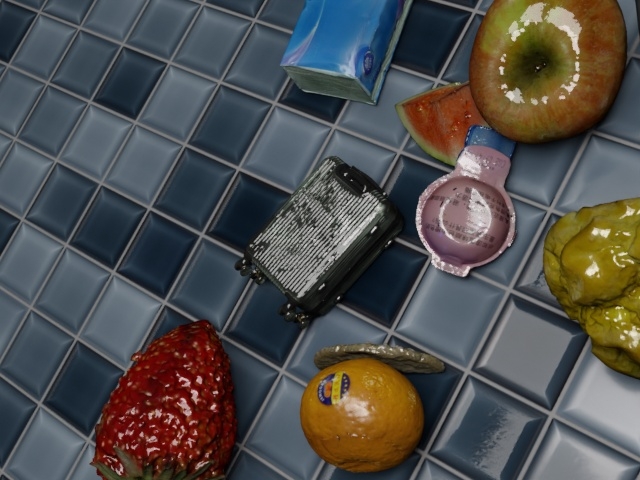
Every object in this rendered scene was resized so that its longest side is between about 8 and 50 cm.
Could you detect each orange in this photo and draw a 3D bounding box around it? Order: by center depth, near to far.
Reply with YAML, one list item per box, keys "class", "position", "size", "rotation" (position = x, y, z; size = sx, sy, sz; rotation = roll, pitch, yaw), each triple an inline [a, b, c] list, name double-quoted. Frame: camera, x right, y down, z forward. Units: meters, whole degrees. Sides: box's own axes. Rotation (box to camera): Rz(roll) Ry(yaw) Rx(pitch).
- class: "orange"
  position: [0.072, 0.303, 1.524]
  size: [0.219, 0.219, 0.193]
  rotation: [-11, 39, 22]

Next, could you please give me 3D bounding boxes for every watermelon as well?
- class: "watermelon"
  position: [0.239, -0.241, 1.710]
  size: [0.145, 0.137, 0.192]
  rotation: [4, 72, 58]

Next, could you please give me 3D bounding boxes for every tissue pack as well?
- class: "tissue pack"
  position: [0.057, -0.443, 1.830]
  size: [0.198, 0.146, 0.263]
  rotation: [16, 79, 28]

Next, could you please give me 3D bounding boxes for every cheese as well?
- class: "cheese"
  position: [0.280, -0.075, 1.619]
  size: [0.189, 0.074, 0.285]
  rotation: [17, 82, 5]

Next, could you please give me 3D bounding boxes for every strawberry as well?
- class: "strawberry"
  position: [-0.298, 0.326, 1.680]
  size: [0.292, 0.292, 0.343]
  rotation: [-19, 48, 18]

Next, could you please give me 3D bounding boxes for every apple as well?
- class: "apple"
  position: [0.415, -0.326, 1.582]
  size: [0.277, 0.250, 0.309]
  rotation: [34, 110, 15]

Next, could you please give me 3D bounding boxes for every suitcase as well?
- class: "suitcase"
  position: [0.000, 0.000, 1.711]
  size: [0.312, 0.128, 0.202]
  rotation: [-49, 60, 3]

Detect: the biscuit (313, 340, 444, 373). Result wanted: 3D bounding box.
- class: "biscuit"
  position: [0.090, 0.213, 1.592]
  size: [0.250, 0.133, 0.032]
  rotation: [-3, 65, 24]

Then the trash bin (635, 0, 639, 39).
- class: "trash bin"
  position: [0.618, -0.447, 1.562]
  size: [0.115, 0.165, 0.225]
  rotation: [-5, 73, 23]

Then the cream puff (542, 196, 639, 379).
- class: "cream puff"
  position: [0.499, 0.087, 1.329]
  size: [0.291, 0.324, 0.257]
  rotation: [-1, 71, -2]
